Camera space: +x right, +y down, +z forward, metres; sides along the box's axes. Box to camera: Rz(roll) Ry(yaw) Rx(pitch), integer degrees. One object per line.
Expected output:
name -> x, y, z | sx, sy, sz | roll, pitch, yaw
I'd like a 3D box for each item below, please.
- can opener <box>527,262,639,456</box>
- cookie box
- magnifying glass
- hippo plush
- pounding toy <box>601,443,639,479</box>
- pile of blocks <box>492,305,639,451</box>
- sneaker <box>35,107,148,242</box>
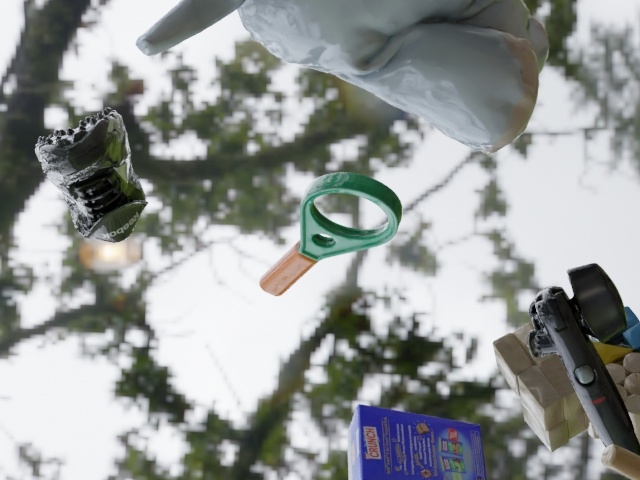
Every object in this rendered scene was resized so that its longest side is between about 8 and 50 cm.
can opener -> 0.205, 0.102, 1.187 | 0.059, 0.073, 0.186 | -80, -30, -54
cookie box -> 0.078, 0.184, 1.295 | 0.092, 0.107, 0.040 | -90, 14, -53
magnifying glass -> 0.000, 0.000, 1.505 | 0.231, 0.092, 0.026 | -42, 28, 56
hippo plush -> 0.058, -0.225, 1.000 | 0.236, 0.294, 0.234 | -61, 23, 30
pounding toy -> 0.188, 0.201, 0.815 | 0.269, 0.155, 0.154 | 13, -86, -57
pile of blocks -> 0.333, 0.145, 1.393 | 0.149, 0.362, 0.113 | -63, -24, -27
sneaker -> -0.189, -0.050, 1.367 | 0.106, 0.078, 0.234 | 65, 174, -2
